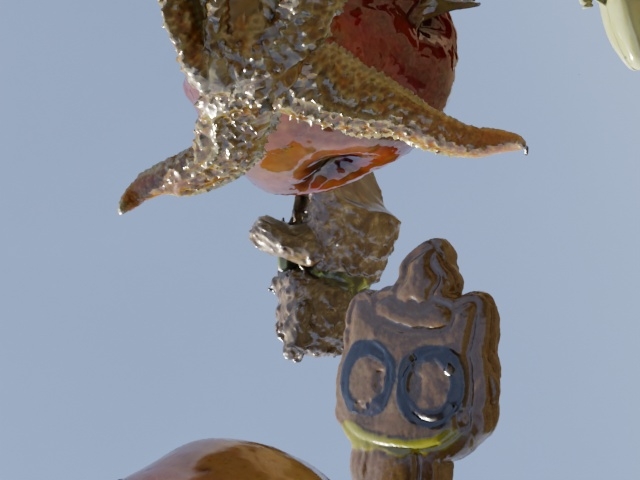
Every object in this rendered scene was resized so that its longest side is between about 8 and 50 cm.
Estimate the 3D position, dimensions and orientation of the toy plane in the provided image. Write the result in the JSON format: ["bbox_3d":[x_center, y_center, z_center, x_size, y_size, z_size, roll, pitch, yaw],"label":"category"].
[{"bbox_3d":[0.330,-0.318,1.662,0.242,0.104,0.256,-14,-98,-22],"label":"toy plane"}]

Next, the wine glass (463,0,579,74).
[{"bbox_3d":[0.117,-0.238,1.842,0.264,0.309,0.096,45,-120,-21],"label":"wine glass"}]

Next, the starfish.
[{"bbox_3d":[-0.030,-0.152,0.991,0.084,0.301,0.293,-74,-25,-52],"label":"starfish"}]

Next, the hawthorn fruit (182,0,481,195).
[{"bbox_3d":[0.000,-0.171,1.381,0.258,0.262,0.258,42,-172,-7],"label":"hawthorn fruit"}]

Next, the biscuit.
[{"bbox_3d":[0.097,0.139,1.535,0.041,0.208,0.290,13,-98,-47],"label":"biscuit"}]

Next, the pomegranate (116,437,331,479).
[{"bbox_3d":[-0.107,0.341,1.410,0.338,0.338,0.338,45,-151,-34],"label":"pomegranate"}]

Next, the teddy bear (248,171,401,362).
[{"bbox_3d":[-0.006,-0.006,1.974,0.246,0.222,0.296,15,-147,-55],"label":"teddy bear"}]
